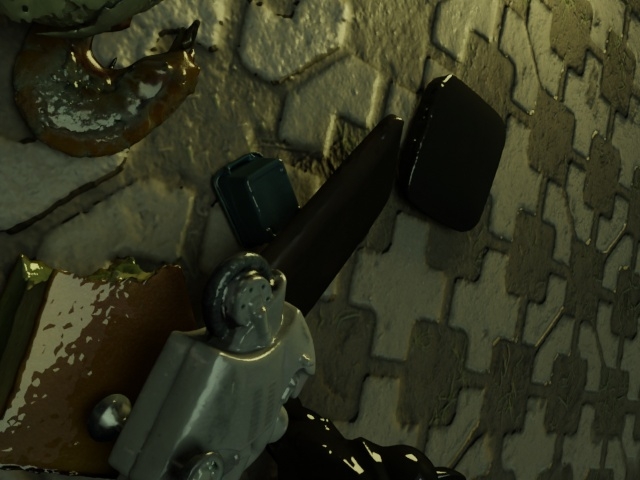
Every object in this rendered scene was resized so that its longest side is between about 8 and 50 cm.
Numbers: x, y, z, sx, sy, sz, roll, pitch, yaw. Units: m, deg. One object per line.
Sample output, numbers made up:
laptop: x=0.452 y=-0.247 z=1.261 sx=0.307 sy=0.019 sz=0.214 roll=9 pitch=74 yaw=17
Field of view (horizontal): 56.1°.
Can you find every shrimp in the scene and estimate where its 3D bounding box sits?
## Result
shrimp: x=-0.186 y=-0.157 z=0.545 sx=0.187 sy=0.052 sz=0.132 roll=-42 pitch=119 yaw=-28

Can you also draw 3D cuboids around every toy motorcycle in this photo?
toy motorcycle: x=-0.079 y=0.143 z=0.494 sx=0.171 sy=0.110 sz=0.260 roll=35 pitch=75 yaw=-54

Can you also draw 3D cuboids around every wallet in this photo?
wallet: x=0.000 y=0.000 z=0.686 sx=0.309 sy=0.042 sz=0.165 roll=-51 pitch=160 yaw=-26

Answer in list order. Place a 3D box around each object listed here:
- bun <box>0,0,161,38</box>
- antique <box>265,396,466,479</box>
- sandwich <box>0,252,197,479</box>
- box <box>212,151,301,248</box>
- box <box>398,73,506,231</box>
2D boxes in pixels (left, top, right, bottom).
bun: x=-0.189 y=-0.269 z=0.431 sx=0.239 sy=0.141 sz=0.238 roll=-3 pitch=112 yaw=-7
antique: x=0.036 y=0.312 z=0.648 sx=0.185 sy=0.255 sz=0.322 roll=-40 pitch=116 yaw=-30
sandwich: x=-0.172 y=0.108 z=0.540 sx=0.220 sy=0.108 sz=0.186 roll=26 pitch=76 yaw=-40
box: x=-0.064 y=-0.044 z=0.661 sx=0.074 sy=0.054 sz=0.099 roll=-36 pitch=117 yaw=-32
box: x=0.203 y=-0.126 z=0.904 sx=0.201 sy=0.042 sz=0.212 roll=27 pitch=76 yaw=-40
